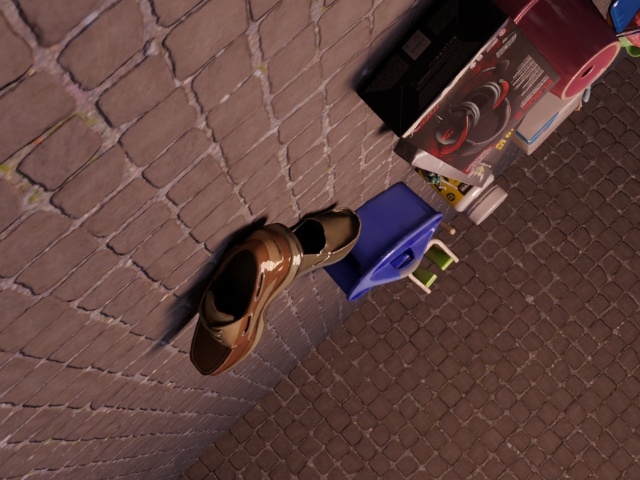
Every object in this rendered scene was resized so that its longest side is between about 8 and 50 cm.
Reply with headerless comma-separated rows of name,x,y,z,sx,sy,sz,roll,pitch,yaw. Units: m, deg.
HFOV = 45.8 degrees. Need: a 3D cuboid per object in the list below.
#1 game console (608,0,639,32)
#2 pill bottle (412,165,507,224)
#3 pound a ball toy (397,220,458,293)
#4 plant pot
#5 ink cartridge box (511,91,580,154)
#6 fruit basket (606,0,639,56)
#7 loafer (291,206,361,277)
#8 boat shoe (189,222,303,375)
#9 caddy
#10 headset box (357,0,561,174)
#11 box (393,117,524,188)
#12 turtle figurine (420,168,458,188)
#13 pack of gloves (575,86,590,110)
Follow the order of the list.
game console,0.488,-0.486,1.165,0.173,0.250,0.293,-23,178,24
pill bottle,0.323,-0.143,1.751,0.119,0.208,0.119,-42,168,-11
pound a ball toy,0.270,-0.006,2.120,0.208,0.136,0.319,-48,-160,1
plant pot,0.399,-0.346,1.289,0.201,0.180,0.201,-35,161,-14
ink cartridge box,0.484,-0.326,1.755,0.171,0.168,0.233,-46,169,9
fruit basket,0.642,-0.416,1.423,0.327,0.165,0.353,-9,-156,49
loafer,0.000,0.000,1.433,0.251,0.094,0.087,-34,169,-41
boat shoe,-0.152,0.104,1.265,0.120,0.122,0.324,-19,145,-53
caddy,0.158,0.013,1.822,0.341,0.179,0.241,-33,165,-44
headset box,0.224,-0.232,1.149,0.218,0.110,0.293,-47,152,17
box,0.262,-0.205,1.384,0.231,0.056,0.183,12,113,-45
turtle figurine,0.237,-0.196,1.503,0.175,0.118,0.234,-57,156,-14
pack of gloves,0.634,-0.438,1.804,0.046,0.232,0.195,-4,-178,10
